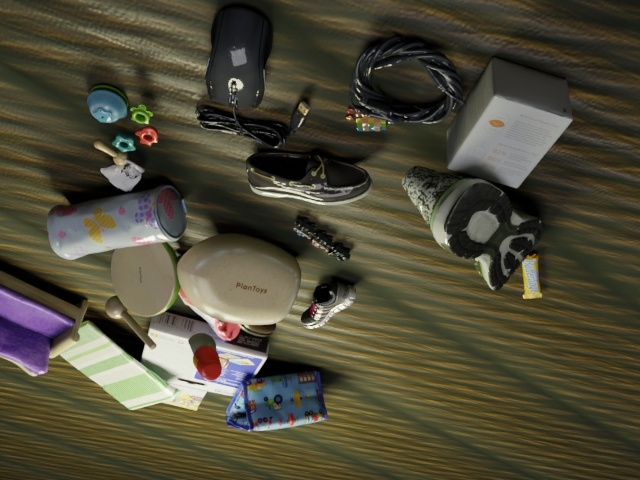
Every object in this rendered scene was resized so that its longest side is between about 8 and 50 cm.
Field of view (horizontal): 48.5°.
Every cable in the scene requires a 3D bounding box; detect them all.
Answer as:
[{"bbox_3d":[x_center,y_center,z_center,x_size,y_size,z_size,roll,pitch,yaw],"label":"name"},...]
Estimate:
[{"bbox_3d":[0.141,-0.245,1.109,0.184,0.047,0.151,13,137,-4],"label":"cable"}]

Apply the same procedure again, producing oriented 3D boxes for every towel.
[{"bbox_3d":[-0.561,0.343,1.921,0.247,0.038,0.325,-22,121,41],"label":"towel"}]

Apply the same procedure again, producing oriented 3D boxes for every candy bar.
[{"bbox_3d":[0.442,0.075,1.493,0.040,0.018,0.161,-6,142,16],"label":"candy bar"}]

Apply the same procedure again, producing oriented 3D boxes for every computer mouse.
[{"bbox_3d":[-0.101,-0.239,1.136,0.184,0.060,0.262,15,142,-9],"label":"computer mouse"}]

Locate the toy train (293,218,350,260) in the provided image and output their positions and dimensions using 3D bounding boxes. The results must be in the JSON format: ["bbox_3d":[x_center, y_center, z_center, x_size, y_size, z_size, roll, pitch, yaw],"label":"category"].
[{"bbox_3d":[0.000,0.000,1.461,0.036,0.027,0.158,-17,139,44],"label":"toy train"}]

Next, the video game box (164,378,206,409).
[{"bbox_3d":[-0.434,0.418,2.059,0.205,0.048,0.187,18,139,-13],"label":"video game box"}]

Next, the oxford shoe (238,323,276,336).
[{"bbox_3d":[-0.155,0.151,1.638,0.096,0.083,0.227,-17,138,22],"label":"oxford shoe"}]

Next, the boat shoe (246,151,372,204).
[{"bbox_3d":[-0.022,-0.116,1.265,0.227,0.081,0.069,3,147,9],"label":"boat shoe"}]

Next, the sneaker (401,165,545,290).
[{"bbox_3d":[0.276,-0.042,1.297,0.158,0.182,0.410,-49,145,5],"label":"sneaker"}]

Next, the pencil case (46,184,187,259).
[{"bbox_3d":[-0.402,-0.035,1.403,0.273,0.114,0.124,-9,-178,20],"label":"pencil case"}]

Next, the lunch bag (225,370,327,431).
[{"bbox_3d":[-0.137,0.468,1.995,0.220,0.138,0.293,-4,161,-20],"label":"lunch bag"}]

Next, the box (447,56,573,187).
[{"bbox_3d":[0.292,-0.182,1.121,0.130,0.091,0.170,15,142,-10],"label":"box"}]

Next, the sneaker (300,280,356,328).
[{"bbox_3d":[0.002,0.141,1.615,0.074,0.063,0.170,30,132,-28],"label":"sneaker"}]

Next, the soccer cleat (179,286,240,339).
[{"bbox_3d":[-0.263,0.154,1.677,0.095,0.083,0.248,21,158,32],"label":"soccer cleat"}]

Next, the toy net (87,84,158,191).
[{"bbox_3d":[-0.345,-0.175,1.275,0.122,0.045,0.232,6,144,-2],"label":"toy net"}]

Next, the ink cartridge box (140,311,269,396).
[{"bbox_3d":[-0.317,0.309,1.883,0.303,0.072,0.307,15,147,-12],"label":"ink cartridge box"}]

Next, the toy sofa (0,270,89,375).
[{"bbox_3d":[-0.755,0.166,1.676,0.362,0.177,0.150,33,136,-29],"label":"toy sofa"}]

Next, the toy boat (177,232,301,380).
[{"bbox_3d":[-0.201,0.135,1.508,0.267,0.148,0.318,20,99,-25],"label":"toy boat"}]

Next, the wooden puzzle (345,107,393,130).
[{"bbox_3d":[0.084,-0.204,1.196,0.083,0.006,0.049,1,142,8],"label":"wooden puzzle"}]

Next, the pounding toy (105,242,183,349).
[{"bbox_3d":[-0.361,0.090,1.555,0.183,0.110,0.237,30,110,23],"label":"pounding toy"}]
